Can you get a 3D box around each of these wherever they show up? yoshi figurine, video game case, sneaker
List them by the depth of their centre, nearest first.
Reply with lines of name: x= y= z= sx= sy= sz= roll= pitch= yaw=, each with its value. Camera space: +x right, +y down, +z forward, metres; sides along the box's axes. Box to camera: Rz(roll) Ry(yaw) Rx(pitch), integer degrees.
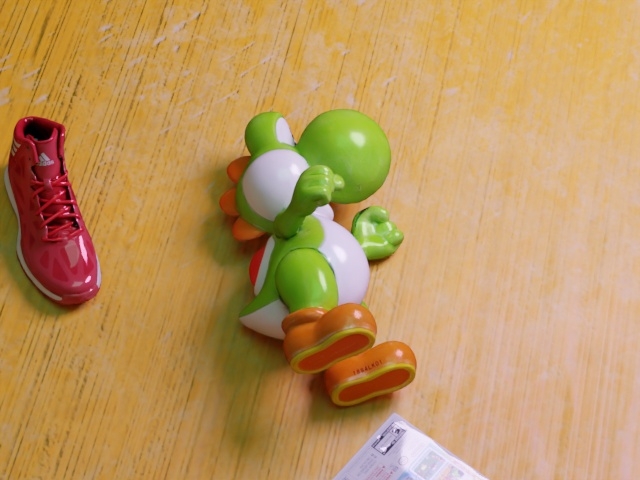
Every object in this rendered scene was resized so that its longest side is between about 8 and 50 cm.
video game case: x=0.086 y=0.273 z=1.901 sx=0.143 sy=0.019 sz=0.157 roll=35 pitch=57 yaw=17
yoshi figurine: x=0.020 y=-0.016 z=2.010 sx=0.203 sy=0.203 sz=0.362 roll=2 pitch=50 yaw=-25
sneaker: x=-0.303 y=-0.043 z=2.018 sx=0.087 sy=0.128 sz=0.221 roll=-19 pitch=58 yaw=-19
